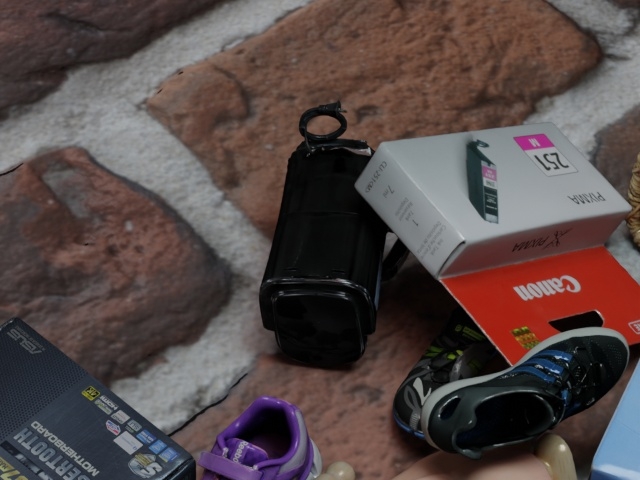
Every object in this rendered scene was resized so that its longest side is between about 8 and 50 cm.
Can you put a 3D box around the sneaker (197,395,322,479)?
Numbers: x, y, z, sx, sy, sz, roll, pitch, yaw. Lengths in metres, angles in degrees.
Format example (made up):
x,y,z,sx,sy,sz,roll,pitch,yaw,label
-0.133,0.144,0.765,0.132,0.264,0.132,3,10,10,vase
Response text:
x,y,z,sx,sy,sz,roll,pitch,yaw,label
-0.078,0.220,1.618,0.095,0.104,0.236,24,52,15,sneaker

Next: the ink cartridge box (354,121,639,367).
x,y,z,sx,sy,sz,roll,pitch,yaw,label
0.197,-0.001,1.767,0.275,0.060,0.239,-10,51,-48,ink cartridge box

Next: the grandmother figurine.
x,y,z,sx,sy,sz,roll,pitch,yaw,label
0.048,0.238,1.566,0.342,0.104,0.208,-16,10,-27,grandmother figurine

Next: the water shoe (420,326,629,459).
x,y,z,sx,sy,sz,roll,pitch,yaw,label
0.184,0.135,1.600,0.203,0.073,0.080,-21,22,-20,water shoe

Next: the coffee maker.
x,y,z,sx,sy,sz,roll,pitch,yaw,label
0.000,0.000,1.776,0.120,0.171,0.178,-16,40,25,coffee maker

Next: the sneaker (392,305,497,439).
x,y,z,sx,sy,sz,roll,pitch,yaw,label
0.121,0.105,1.750,0.067,0.078,0.188,24,52,18,sneaker

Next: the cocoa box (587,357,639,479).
x,y,z,sx,sy,sz,roll,pitch,yaw,label
0.368,0.170,1.606,0.231,0.228,0.347,21,50,15,cocoa box

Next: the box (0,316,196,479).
x,y,z,sx,sy,sz,roll,pitch,yaw,label
-0.251,0.191,1.661,0.232,0.059,0.183,35,56,25,box

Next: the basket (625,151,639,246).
x,y,z,sx,sy,sz,roll,pitch,yaw,label
0.426,-0.042,1.755,0.223,0.299,0.213,-4,50,-11,basket
